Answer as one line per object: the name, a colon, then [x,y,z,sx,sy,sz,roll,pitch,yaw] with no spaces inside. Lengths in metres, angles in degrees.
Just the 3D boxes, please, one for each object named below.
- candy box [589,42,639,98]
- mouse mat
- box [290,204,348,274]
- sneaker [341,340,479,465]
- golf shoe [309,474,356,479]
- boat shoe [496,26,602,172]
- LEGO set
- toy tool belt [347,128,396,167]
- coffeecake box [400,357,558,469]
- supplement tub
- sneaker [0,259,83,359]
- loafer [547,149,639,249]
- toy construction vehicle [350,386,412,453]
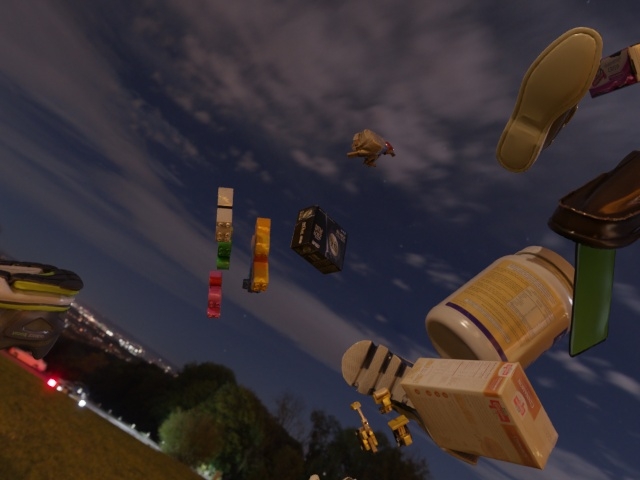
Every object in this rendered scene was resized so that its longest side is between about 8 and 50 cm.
candy box: [0.660,-0.356,0.934,0.159,0.233,0.071,-84,155,-84]
mouse mat: [0.415,0.073,0.744,0.152,0.190,0.007,-4,9,-41]
box: [0.000,0.000,1.565,0.077,0.147,0.180,-15,-41,36]
sneaker: [0.199,0.312,1.018,0.315,0.127,0.182,30,-6,15]
golf shoe: [0.095,0.623,1.159,0.272,0.120,0.105,5,-34,-3]
boat shoe: [0.439,-0.269,0.943,0.109,0.091,0.305,37,-38,19]
LEGO set: [-0.112,0.042,0.694,0.087,0.093,0.227,4,-41,-13]
toy tool belt: [0.076,-0.138,0.758,0.083,0.051,0.052,7,48,-59]
coffeecake box: [0.238,0.258,0.753,0.185,0.068,0.142,-14,-69,52]
supplement tub: [0.454,0.185,1.202,0.241,0.331,0.241,51,-17,22]
sneaker: [-0.432,0.081,0.538,0.300,0.121,0.111,11,4,-34]
loafer: [0.329,-0.059,0.521,0.080,0.220,0.078,37,-38,48]
toy construction vehicle: [0.098,0.290,0.775,0.035,0.085,0.098,150,-78,-72]
